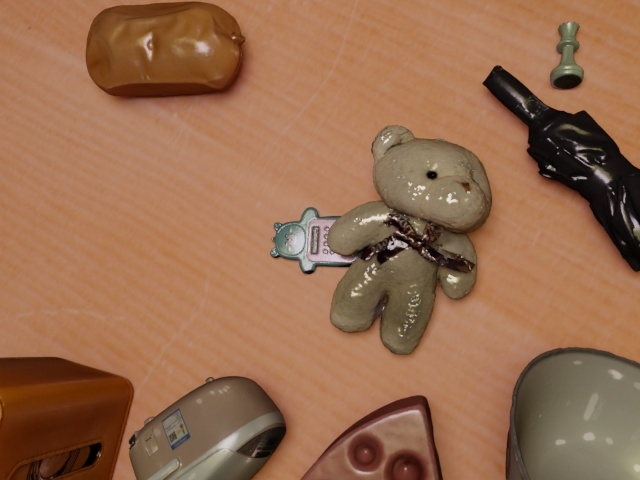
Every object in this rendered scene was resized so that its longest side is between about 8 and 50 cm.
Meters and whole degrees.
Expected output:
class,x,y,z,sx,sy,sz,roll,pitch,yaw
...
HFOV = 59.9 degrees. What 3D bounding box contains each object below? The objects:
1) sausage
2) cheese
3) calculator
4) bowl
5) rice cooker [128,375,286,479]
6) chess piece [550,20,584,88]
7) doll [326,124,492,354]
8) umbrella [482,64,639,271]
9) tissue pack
class,x,y,z,sx,sy,sz,roll,pitch,yaw
sausage,-0.226,-0.278,0.812,0.241,0.120,0.136,5,91,11
cheese,0.054,0.295,0.651,0.177,0.128,0.202,-10,82,10
calculator,0.000,0.000,0.768,0.141,0.019,0.094,1,82,10
bowl,0.308,0.285,0.557,0.337,0.337,0.157,34,127,15
rice cooker,-0.142,0.255,0.681,0.206,0.145,0.127,-34,63,6
chess piece,0.332,-0.254,0.747,0.042,0.042,0.093,6,75,11
doll,0.116,0.006,0.691,0.175,0.149,0.278,17,96,-25
umbrella,0.331,-0.098,0.687,0.118,0.118,0.340,-39,71,1
tissue pack,-0.364,0.245,0.655,0.145,0.274,0.194,9,81,11
